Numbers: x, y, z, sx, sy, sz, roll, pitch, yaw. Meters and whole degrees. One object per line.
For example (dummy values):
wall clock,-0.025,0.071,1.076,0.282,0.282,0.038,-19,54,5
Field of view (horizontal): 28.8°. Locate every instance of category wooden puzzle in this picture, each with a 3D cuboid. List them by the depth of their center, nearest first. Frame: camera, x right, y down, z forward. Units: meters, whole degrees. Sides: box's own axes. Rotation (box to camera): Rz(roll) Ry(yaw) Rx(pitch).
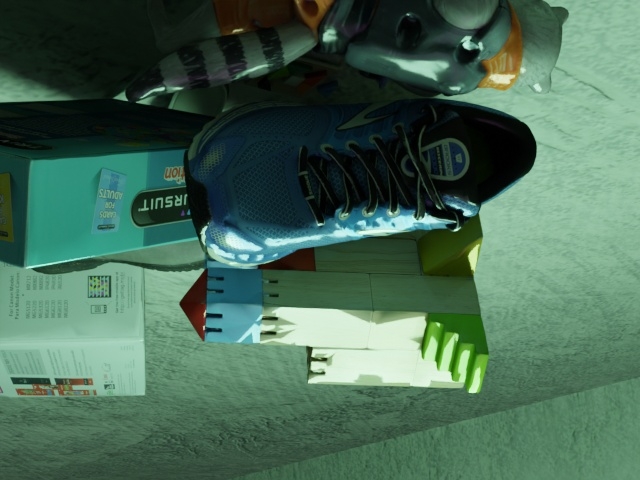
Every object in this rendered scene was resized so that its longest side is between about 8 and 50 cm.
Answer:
wooden puzzle,-0.028,-0.156,1.187,0.116,0.014,0.078,6,158,-30

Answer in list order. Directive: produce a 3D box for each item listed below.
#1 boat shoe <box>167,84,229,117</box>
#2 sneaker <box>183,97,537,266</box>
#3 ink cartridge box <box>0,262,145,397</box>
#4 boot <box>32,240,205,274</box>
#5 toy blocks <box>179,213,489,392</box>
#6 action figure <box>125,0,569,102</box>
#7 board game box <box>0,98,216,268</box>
boat shoe,-0.119,-0.129,1.203,0.046,0.038,0.125,42,142,-4
sneaker,0.041,-0.062,0.972,0.330,0.130,0.147,-16,-174,-38
ink cartridge box,-0.377,0.122,1.715,0.271,0.130,0.309,-1,160,-9
boot,-0.223,-0.048,1.300,0.338,0.118,0.223,-13,156,13
toy blocks,0.000,0.000,1.201,0.260,0.381,0.191,3,130,-5
action figure,0.025,-0.158,0.967,0.330,0.179,0.341,5,159,-2
board game box,-0.198,-0.058,1.017,0.253,0.079,0.336,13,-166,33
